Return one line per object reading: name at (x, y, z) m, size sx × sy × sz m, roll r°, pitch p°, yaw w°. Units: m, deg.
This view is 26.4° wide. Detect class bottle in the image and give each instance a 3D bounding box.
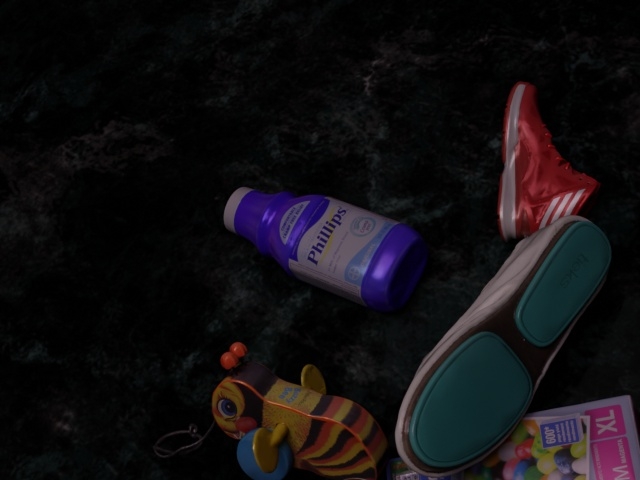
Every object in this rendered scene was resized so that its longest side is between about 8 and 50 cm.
bottle at (0.000, 0.000, 1.810) m, size 0.283 × 0.092 × 0.118 m, roll 22°, pitch 73°, yaw 30°

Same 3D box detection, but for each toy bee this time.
toy bee at (-0.069, 0.211, 1.656) m, size 0.298 × 0.162 × 0.195 m, roll -4°, pitch 25°, yaw 1°

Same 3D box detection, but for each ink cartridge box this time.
ink cartridge box at (0.223, 0.298, 1.573) m, size 0.311 × 0.065 × 0.185 m, roll -14°, pitch 57°, yaw 16°

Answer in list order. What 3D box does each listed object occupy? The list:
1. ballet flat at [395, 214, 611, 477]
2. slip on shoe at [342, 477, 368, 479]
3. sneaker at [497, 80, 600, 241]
ballet flat at (0.202, 0.127, 1.618) m, size 0.139 × 0.139 × 0.400 m, roll 25°, pitch 59°, yaw 31°
slip on shoe at (0.049, 0.428, 1.520) m, size 0.123 × 0.101 × 0.331 m, roll -16°, pitch 72°, yaw 19°
sneaker at (0.300, -0.100, 1.769) m, size 0.128 × 0.087 × 0.221 m, roll 3°, pitch 75°, yaw 14°
